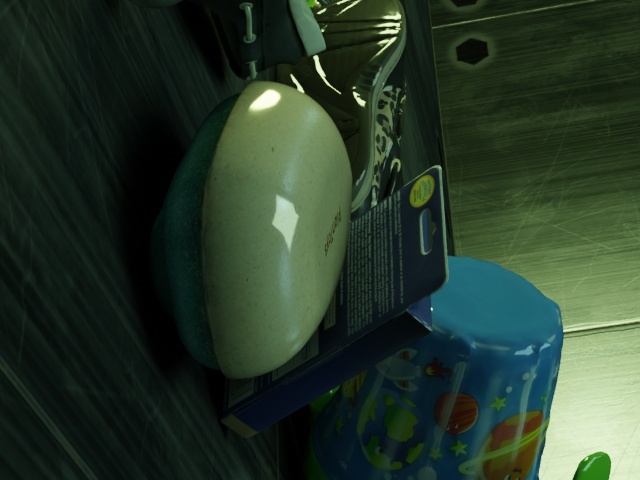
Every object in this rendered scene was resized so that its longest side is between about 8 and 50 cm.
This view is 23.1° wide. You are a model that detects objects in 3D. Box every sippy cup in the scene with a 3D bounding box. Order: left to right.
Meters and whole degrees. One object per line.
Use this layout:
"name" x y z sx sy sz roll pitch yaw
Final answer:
"sippy cup" 0.118 0.144 1.461 0.240 0.305 0.224 -72 176 -62

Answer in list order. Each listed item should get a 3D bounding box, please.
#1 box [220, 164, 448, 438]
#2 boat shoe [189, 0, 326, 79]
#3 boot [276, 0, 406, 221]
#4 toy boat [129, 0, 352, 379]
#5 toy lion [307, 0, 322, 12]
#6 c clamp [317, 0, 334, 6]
"box" 0.017 0.047 1.201 0.036 0.225 0.136 38 34 -29
"boat shoe" -0.071 -0.220 1.294 0.114 0.091 0.302 64 2 28
"boot" 0.047 -0.071 1.739 0.377 0.138 0.284 -83 161 -48
"toy boat" -0.065 -0.075 1.112 0.267 0.148 0.318 -62 150 -67
"toy lion" -0.009 -0.252 1.921 0.100 0.034 0.096 -70 158 -71
"c clamp" 0.010 -0.296 1.889 0.137 0.022 0.160 34 22 -21
